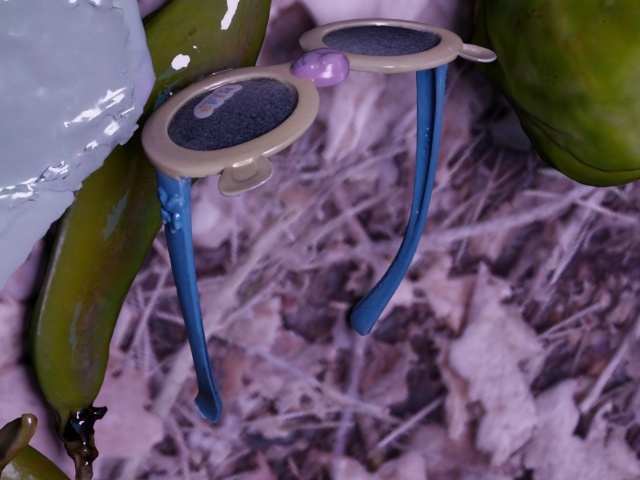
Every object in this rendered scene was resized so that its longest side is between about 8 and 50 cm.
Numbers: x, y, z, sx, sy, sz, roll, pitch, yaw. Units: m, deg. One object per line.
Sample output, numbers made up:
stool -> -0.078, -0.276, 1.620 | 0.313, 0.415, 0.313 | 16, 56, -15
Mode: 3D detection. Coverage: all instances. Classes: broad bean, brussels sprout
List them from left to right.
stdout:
broad bean -> -0.098, -0.018, 0.885 | 0.075, 0.067, 0.325 | 20, 106, -7
brussels sprout -> 0.151, -0.118, 0.889 | 0.144, 0.180, 0.161 | -21, 127, -8

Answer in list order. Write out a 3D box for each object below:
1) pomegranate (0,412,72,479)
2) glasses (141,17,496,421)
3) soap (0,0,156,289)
pomegranate -> -0.177, 0.163, 0.834 | 0.198, 0.198, 0.246 | 17, 108, -30
glasses -> -0.021, -0.017, 0.886 | 0.190, 0.088, 0.220 | -30, 152, -36
soap -> -0.225, -0.146, 0.714 | 0.261, 0.156, 0.446 | -19, 119, -17
